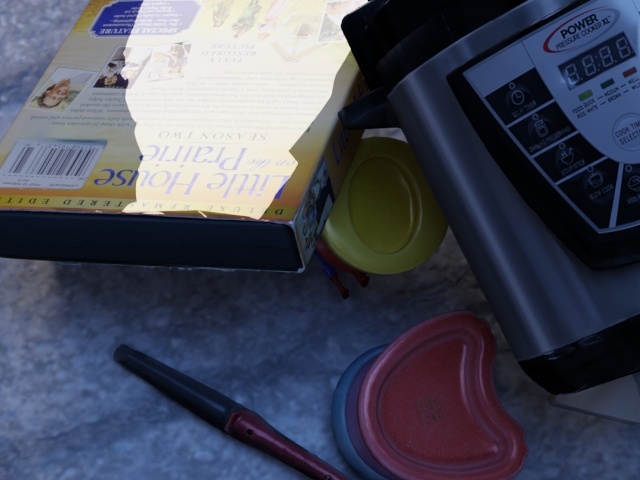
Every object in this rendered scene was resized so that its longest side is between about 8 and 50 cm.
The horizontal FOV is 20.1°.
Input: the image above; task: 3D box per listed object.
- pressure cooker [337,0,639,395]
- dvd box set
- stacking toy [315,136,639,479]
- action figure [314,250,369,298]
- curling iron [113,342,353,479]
[{"bbox_3d":[0.236,-0.128,1.417,0.370,0.375,0.420,-23,86,-33],"label":"pressure cooker"},{"bbox_3d":[-0.096,-0.140,1.599,0.308,0.062,0.420,2,43,21],"label":"dvd box set"},{"bbox_3d":[0.127,0.066,1.603,0.279,0.130,0.309,-5,81,-16],"label":"stacking toy"},{"bbox_3d":[0.000,0.000,1.677,0.038,0.030,0.115,-34,69,-13],"label":"action figure"},{"bbox_3d":[-0.074,0.173,1.582,0.274,0.035,0.068,37,67,13],"label":"curling iron"}]
